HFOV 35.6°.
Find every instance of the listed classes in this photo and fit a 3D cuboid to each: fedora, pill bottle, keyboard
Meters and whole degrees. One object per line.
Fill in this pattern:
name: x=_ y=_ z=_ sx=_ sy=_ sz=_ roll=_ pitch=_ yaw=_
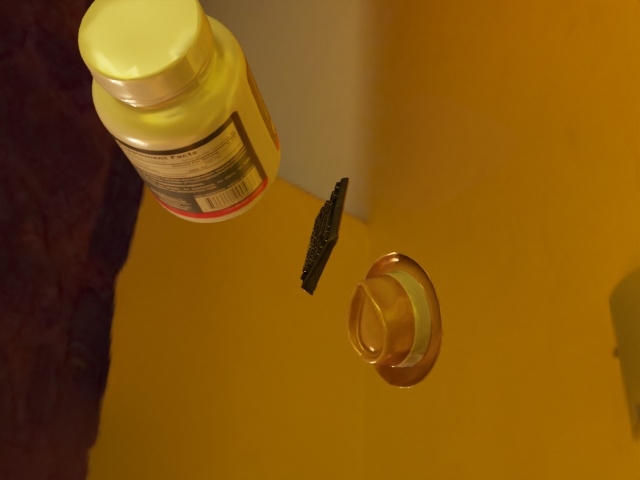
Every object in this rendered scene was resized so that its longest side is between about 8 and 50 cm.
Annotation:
fedora: x=0.090 y=0.113 z=1.406 sx=0.079 sy=0.194 sz=0.194 roll=0 pitch=-26 yaw=-37
pill bottle: x=-0.097 y=-0.096 z=0.697 sx=0.108 sy=0.107 sz=0.180 roll=-3 pitch=-25 yaw=9
keyboard: x=0.000 y=0.000 z=1.171 sx=0.023 sy=0.180 sz=0.108 roll=22 pitch=-64 yaw=-4
